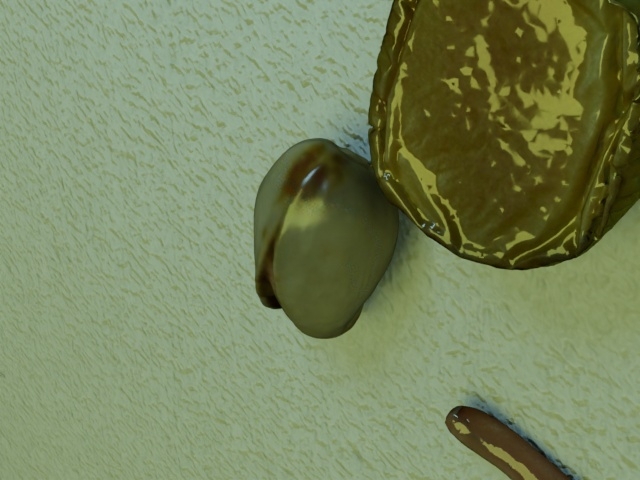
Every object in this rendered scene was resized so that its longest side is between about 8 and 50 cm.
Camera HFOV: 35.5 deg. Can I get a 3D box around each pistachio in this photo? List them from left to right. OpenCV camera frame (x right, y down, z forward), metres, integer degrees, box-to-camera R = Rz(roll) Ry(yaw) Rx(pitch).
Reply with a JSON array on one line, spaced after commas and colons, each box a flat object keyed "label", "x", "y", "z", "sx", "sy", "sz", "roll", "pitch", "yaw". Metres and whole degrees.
[{"label": "pistachio", "x": 0.000, "y": 0.000, "z": 0.925, "sx": 0.144, "sy": 0.144, "sz": 0.215, "roll": 31, "pitch": 135, "yaw": 28}]

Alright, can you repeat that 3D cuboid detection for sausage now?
[{"label": "sausage", "x": 0.194, "y": 0.217, "z": 0.924, "sx": 0.186, "sy": 0.043, "sz": 0.043, "roll": 40, "pitch": 131, "yaw": 20}]

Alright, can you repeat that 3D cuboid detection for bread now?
[{"label": "bread", "x": 0.154, "y": -0.114, "z": 0.735, "sx": 0.227, "sy": 0.142, "sz": 0.253, "roll": 37, "pitch": 127, "yaw": 25}]
